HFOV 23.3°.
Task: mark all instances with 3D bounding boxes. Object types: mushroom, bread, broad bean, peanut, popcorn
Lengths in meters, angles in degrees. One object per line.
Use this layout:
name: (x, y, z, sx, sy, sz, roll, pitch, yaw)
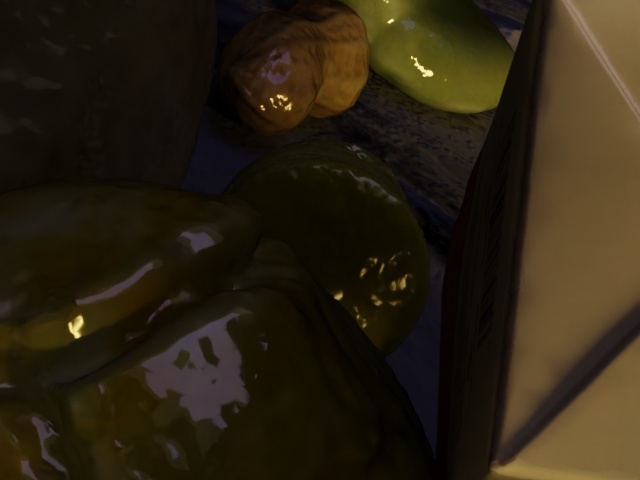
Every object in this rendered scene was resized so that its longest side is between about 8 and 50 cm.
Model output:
mushroom: (-0.173, -0.092, 0.687, 0.292, 0.217, 0.212, 26, 29, -18)
bread: (0.000, 0.000, 0.879, 0.129, 0.111, 0.114, 33, 16, -12)
broad bean: (0.074, -0.188, 1.333, 0.228, 0.100, 0.169, 39, 30, -20)
peanut: (-0.018, -0.123, 1.109, 0.089, 0.089, 0.193, 38, 29, 9)
popcorn: (-0.061, 0.078, 0.557, 0.221, 0.184, 0.204, 40, 19, -3)

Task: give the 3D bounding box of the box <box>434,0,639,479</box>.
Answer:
box: (0.159, 0.040, 0.563, 0.225, 0.143, 0.341, 8, -10, 3)
